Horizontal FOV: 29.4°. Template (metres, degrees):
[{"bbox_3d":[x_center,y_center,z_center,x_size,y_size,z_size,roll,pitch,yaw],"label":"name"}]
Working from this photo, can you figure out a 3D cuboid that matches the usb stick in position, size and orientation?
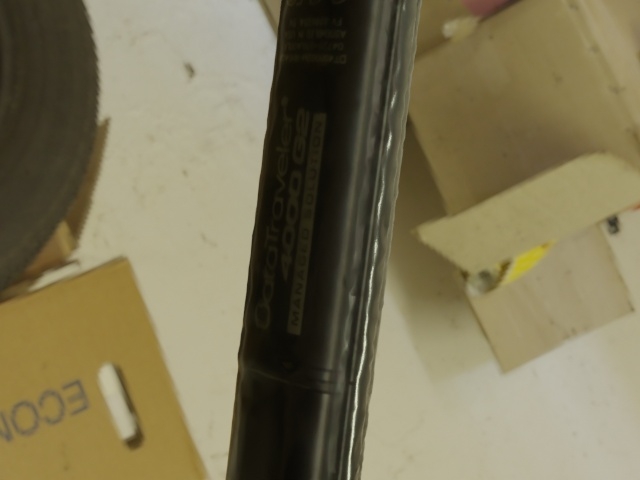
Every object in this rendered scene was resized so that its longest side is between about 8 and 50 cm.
[{"bbox_3d":[0.000,0.000,0.550,0.045,0.278,0.077,2,-174,-41],"label":"usb stick"}]
